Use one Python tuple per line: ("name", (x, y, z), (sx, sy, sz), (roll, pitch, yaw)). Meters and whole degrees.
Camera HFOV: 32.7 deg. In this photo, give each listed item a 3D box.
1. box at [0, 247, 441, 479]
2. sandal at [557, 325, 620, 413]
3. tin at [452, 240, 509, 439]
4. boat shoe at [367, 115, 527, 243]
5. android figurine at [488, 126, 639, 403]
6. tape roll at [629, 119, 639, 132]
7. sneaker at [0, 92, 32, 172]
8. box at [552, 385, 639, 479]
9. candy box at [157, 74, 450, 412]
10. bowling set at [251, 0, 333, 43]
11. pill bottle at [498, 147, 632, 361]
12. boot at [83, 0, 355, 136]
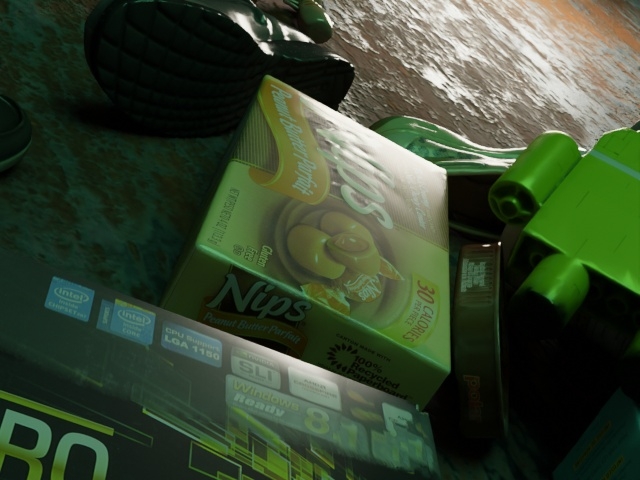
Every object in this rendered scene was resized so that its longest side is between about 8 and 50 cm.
("box", (-0.122, 0.136, 0.457), (0.395, 0.097, 0.318), (23, 25, -14))
("sandal", (0.232, 0.115, 0.929), (0.067, 0.040, 0.179), (31, 12, -11))
("tin", (0.121, 0.070, 0.810), (0.040, 0.106, 0.189), (1, 24, 10))
("boat shoe", (0.172, -0.037, 1.064), (0.285, 0.104, 0.089), (12, 35, -13))
("android figurine", (0.254, 0.000, 0.811), (0.248, 0.056, 0.273), (32, 49, 19))
("tape roll", (0.417, -0.048, 1.183), (0.219, 0.219, 0.072), (21, 28, -19))
("sneaker", (-0.273, -0.108, 0.697), (0.222, 0.118, 0.083), (1, 39, -44))
("box", (0.208, 0.203, 0.674), (0.060, 0.100, 0.244), (24, 27, -9))
("candy box", (0.000, 0.000, 0.823), (0.183, 0.087, 0.316), (28, 26, -9))
("bowling set", (-0.073, -0.379, 1.295), (0.287, 0.200, 0.154), (22, 26, -25))
("pill bottle", (0.281, 0.040, 0.915), (0.246, 0.136, 0.136), (37, 27, 23))
("boot", (-0.139, -0.198, 1.024), (0.223, 0.118, 0.338), (42, 18, 27))
